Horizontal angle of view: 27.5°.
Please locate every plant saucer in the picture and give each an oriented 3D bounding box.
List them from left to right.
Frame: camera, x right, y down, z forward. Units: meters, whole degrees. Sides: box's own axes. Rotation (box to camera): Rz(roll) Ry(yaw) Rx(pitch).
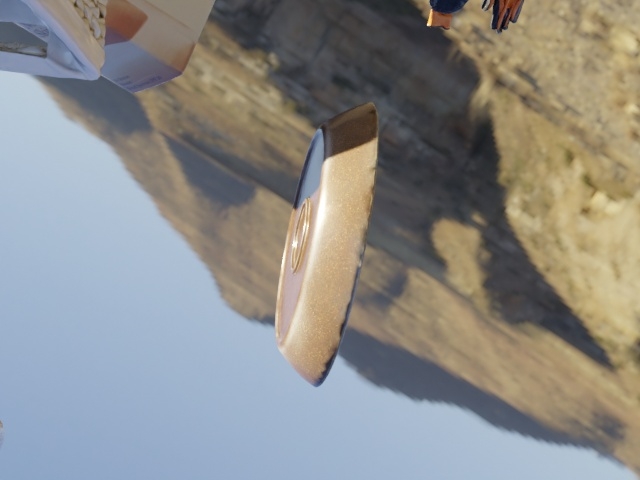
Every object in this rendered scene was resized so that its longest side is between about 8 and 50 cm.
[{"bbox_3d":[0.000,0.000,0.758,0.029,0.168,0.168,11,-172,-8],"label":"plant saucer"}]

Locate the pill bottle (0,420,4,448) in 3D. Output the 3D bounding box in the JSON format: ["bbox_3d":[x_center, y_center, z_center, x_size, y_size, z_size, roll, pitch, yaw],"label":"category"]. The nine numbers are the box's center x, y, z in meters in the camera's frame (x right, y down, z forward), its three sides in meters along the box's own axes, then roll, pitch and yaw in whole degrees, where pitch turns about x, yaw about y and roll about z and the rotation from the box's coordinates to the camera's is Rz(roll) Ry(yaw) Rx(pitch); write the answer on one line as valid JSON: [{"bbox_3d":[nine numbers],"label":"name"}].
[{"bbox_3d":[-0.534,0.169,1.374,0.361,0.204,0.204,35,-176,5],"label":"pill bottle"}]

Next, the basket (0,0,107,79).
[{"bbox_3d":[-0.198,-0.175,0.792,0.113,0.103,0.167,7,170,8],"label":"basket"}]

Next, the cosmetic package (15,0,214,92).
[{"bbox_3d":[-0.295,-0.313,1.582,0.296,0.129,0.153,30,161,-27],"label":"cosmetic package"}]

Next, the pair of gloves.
[{"bbox_3d":[0.134,-0.211,1.113,0.083,0.074,0.010,4,-140,-6],"label":"pair of gloves"}]
